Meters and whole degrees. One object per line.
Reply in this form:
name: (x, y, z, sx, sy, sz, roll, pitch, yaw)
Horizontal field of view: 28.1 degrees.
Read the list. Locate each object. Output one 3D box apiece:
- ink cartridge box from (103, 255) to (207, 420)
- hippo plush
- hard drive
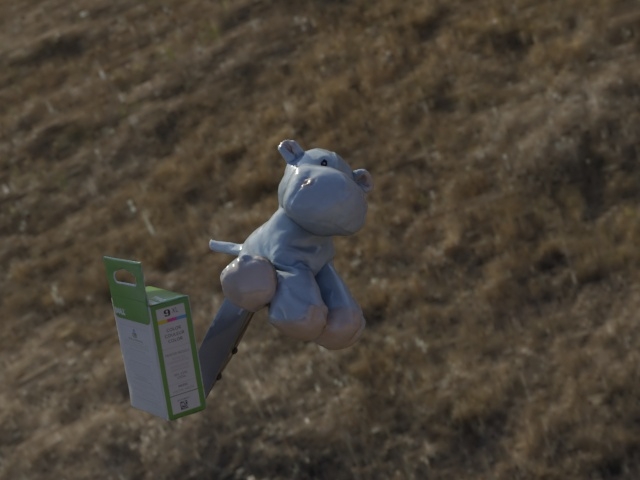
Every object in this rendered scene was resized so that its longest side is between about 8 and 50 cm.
ink cartridge box: (-0.212, 0.118, 1.642, 0.062, 0.209, 0.109, -16, 13, -32)
hippo plush: (0.000, 0.000, 1.832, 0.237, 0.234, 0.294, -59, 13, 9)
hard drive: (-0.147, 0.136, 2.181, 0.054, 0.255, 0.172, 28, 34, 1)
